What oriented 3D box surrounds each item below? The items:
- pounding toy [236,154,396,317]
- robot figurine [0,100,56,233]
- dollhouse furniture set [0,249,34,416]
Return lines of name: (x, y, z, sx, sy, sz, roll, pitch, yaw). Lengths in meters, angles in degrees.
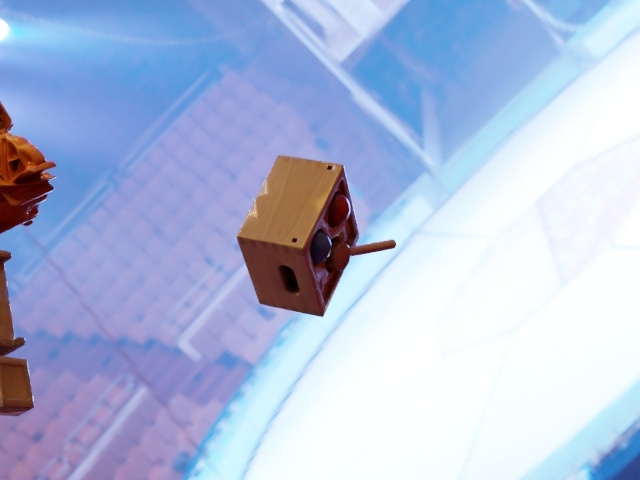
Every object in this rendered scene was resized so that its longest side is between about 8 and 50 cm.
pounding toy: (0.000, 0.000, 1.343, 0.141, 0.100, 0.130, 74, -147, -49)
robot figurine: (-0.310, -0.105, 0.840, 0.085, 0.291, 0.211, -50, -9, 37)
dollhouse furniture set: (-0.406, 0.101, 1.414, 0.101, 0.181, 0.161, -29, -26, 33)
